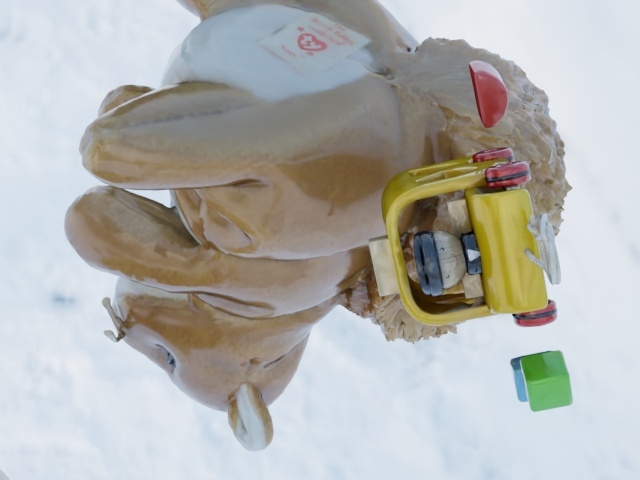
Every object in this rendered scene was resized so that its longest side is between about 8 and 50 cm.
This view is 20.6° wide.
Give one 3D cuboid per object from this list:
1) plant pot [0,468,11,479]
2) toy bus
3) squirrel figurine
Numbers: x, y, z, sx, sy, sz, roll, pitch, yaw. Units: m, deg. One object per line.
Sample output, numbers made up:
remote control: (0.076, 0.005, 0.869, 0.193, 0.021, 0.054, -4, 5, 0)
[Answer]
plant pot: (-0.301, 0.269, 1.340, 0.237, 0.237, 0.254, 6, 18, -6)
toy bus: (0.084, 0.005, 1.100, 0.104, 0.202, 0.191, -12, 52, 3)
squirrel figurine: (0.000, 0.000, 1.382, 0.397, 0.370, 0.281, 7, 42, -4)
